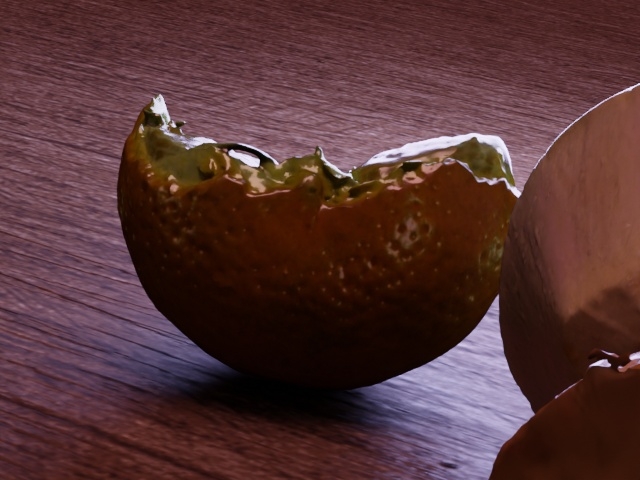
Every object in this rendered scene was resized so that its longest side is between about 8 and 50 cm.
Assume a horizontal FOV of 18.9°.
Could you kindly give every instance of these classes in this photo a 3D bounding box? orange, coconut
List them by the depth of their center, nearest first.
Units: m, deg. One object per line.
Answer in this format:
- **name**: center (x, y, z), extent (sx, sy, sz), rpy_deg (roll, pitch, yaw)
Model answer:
- **coconut**: center (0.216, 0.027, 0.990), extent (0.259, 0.259, 0.259), rpy_deg (5, 17, -2)
- **orange**: center (-0.003, 0.005, 1.130), extent (0.237, 0.159, 0.179), rpy_deg (7, 4, 3)

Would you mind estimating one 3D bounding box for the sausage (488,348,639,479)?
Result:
- **sausage**: center (0.223, 0.119, 0.719), extent (0.233, 0.233, 0.287), rpy_deg (18, 22, 36)
